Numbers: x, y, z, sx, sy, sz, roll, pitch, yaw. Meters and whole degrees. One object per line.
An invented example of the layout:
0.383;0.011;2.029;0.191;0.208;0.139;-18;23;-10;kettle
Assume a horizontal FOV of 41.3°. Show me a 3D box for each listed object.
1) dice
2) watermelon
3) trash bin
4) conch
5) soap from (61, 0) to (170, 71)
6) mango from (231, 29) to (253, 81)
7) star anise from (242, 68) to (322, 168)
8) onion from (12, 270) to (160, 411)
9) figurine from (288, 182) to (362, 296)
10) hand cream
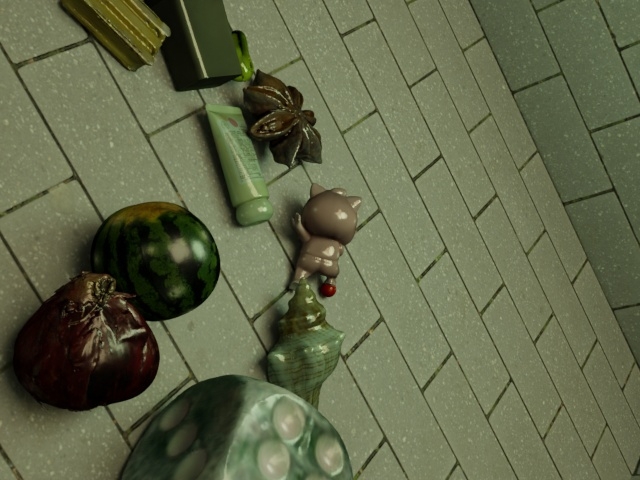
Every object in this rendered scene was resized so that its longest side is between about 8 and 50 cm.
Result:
-0.163;0.487;1.674;0.330;0.348;0.328;49;44;-26;dice
-0.331;0.040;1.716;0.269;0.269;0.269;20;62;-43;watermelon
-0.300;-0.495;2.058;0.164;0.122;0.240;-23;95;-50;trash bin
-0.035;0.282;2.036;0.203;0.169;0.386;1;72;-22;conch
-0.458;-0.502;1.916;0.233;0.076;0.135;43;48;-31;soap
-0.215;-0.471;2.177;0.091;0.074;0.165;65;12;-52;mango
-0.089;-0.300;2.213;0.315;0.108;0.315;44;33;-40;star anise
-0.422;0.210;1.585;0.281;0.221;0.281;-12;110;-35;onion
0.000;0.000;2.212;0.176;0.186;0.287;9;88;-6;figurine
-0.195;-0.188;2.079;0.147;0.093;0.306;-7;80;-59;hand cream
